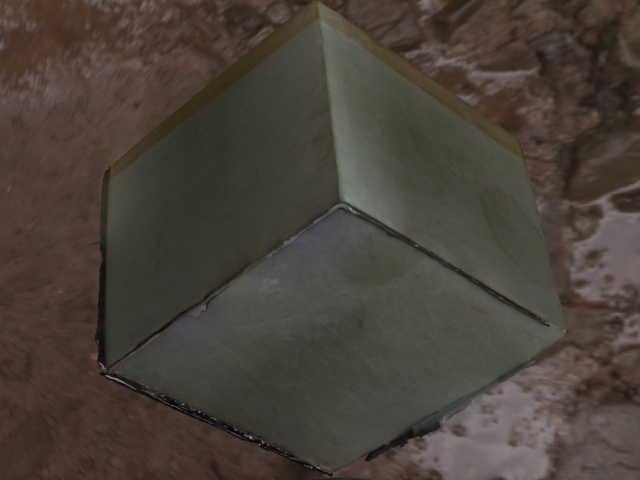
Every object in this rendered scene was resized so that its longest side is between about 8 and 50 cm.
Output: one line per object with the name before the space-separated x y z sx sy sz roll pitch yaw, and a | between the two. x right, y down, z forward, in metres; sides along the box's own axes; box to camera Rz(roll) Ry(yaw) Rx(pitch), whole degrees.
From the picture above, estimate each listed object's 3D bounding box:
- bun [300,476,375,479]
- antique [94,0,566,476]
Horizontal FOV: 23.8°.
bun | -0.034 0.223 0.561 0.179 0.283 0.283 3 86 19
antique | 0.000 0.000 0.680 0.147 0.152 0.148 30 39 -36
